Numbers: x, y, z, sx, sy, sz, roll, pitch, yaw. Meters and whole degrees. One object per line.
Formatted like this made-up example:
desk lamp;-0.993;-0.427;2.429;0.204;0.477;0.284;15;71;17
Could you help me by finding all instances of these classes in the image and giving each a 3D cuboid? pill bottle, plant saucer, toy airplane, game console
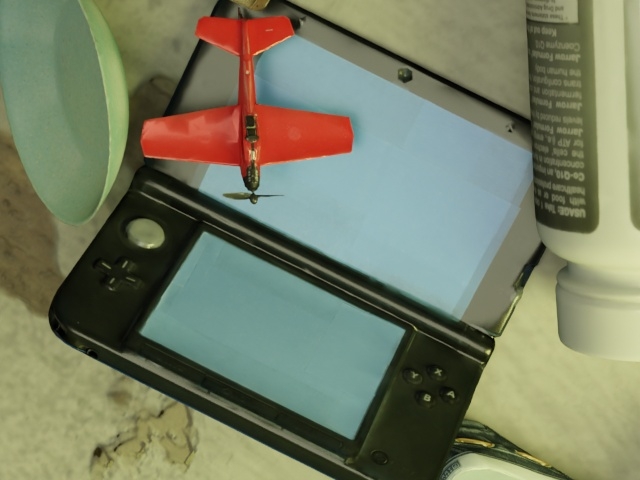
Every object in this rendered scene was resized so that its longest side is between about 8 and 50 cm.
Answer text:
pill bottle;0.221;-0.072;1.335;0.161;0.161;0.283;-2;102;8
plant saucer;-0.174;-0.108;1.398;0.037;0.195;0.195;-12;102;-28
toy airplane;-0.049;-0.097;1.380;0.151;0.028;0.151;2;72;-7
game console;0.000;0.000;1.384;0.293;0.250;0.173;26;130;3

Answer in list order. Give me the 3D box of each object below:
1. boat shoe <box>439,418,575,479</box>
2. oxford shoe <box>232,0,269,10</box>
boat shoe;0.154;0.182;1.452;0.183;0.083;0.065;27;106;-26
oxford shoe;-0.193;-0.247;1.381;0.364;0.130;0.132;15;117;11
